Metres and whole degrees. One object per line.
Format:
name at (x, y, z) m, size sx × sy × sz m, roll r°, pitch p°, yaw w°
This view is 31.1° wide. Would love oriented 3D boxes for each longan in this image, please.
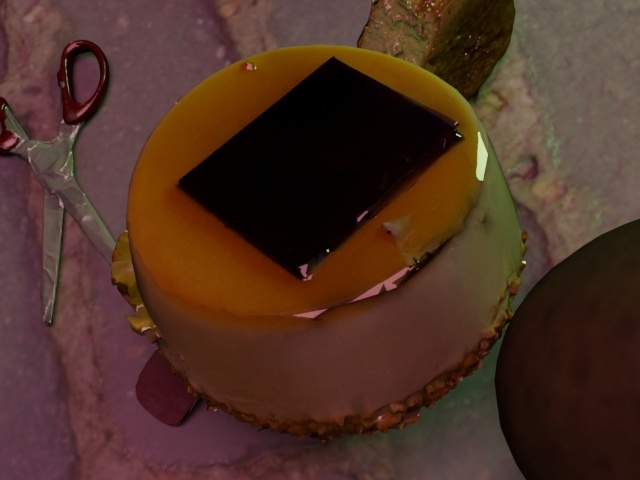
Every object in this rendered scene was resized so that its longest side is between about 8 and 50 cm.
longan at (0.232, 0.096, 0.714) m, size 0.246 × 0.215 × 0.246 m, roll -7°, pitch 77°, yaw 31°

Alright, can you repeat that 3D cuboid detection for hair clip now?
hair clip at (-0.089, 0.079, 0.893) m, size 0.054 × 0.022 × 0.137 m, roll 35°, pitch 79°, yaw 26°

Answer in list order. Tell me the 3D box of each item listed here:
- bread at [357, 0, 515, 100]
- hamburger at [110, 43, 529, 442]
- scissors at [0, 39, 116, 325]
bread at (0.091, -0.163, 0.895) m, size 0.069 × 0.128 × 0.140 m, roll 36°, pitch 78°, yaw 28°
hamburger at (0.000, 0.000, 0.810) m, size 0.294 × 0.179 × 0.276 m, roll 32°, pitch 66°, yaw 31°
scissors at (-0.225, -0.051, 0.983) m, size 0.144 × 0.017 × 0.248 m, roll -22°, pitch 66°, yaw 4°
